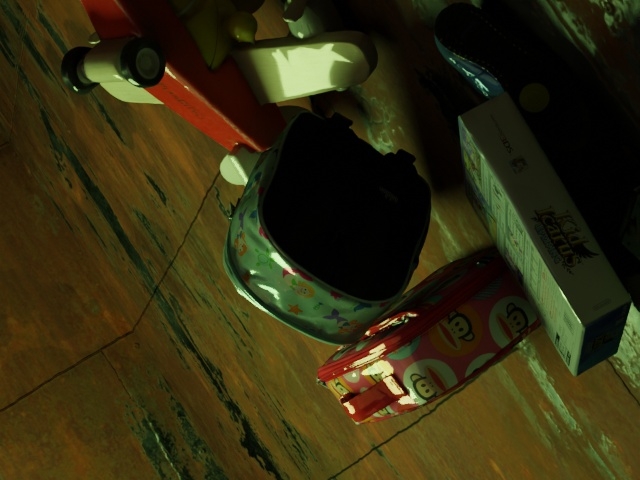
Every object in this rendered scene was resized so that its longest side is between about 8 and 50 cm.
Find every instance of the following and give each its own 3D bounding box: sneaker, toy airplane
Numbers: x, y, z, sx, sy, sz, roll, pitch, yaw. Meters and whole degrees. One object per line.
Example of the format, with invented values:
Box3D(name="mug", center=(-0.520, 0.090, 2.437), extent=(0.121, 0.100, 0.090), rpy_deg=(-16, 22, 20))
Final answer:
Box3D(name="sneaker", center=(0.204, -0.165, 1.680), extent=(0.209, 0.069, 0.082), rpy_deg=(44, 179, 20))
Box3D(name="toy airplane", center=(-0.119, -0.233, 2.057), extent=(0.386, 0.272, 0.384), rpy_deg=(18, 161, 3))

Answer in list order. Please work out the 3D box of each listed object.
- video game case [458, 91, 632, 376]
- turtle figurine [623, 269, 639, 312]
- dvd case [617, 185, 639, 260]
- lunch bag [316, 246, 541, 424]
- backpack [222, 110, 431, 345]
Box3D(name="video game case", center=(0.229, 0.001, 1.670), extent=(0.244, 0.061, 0.269), rpy_deg=(60, 178, 16))
Box3D(name="turtle figurine", center=(0.378, 0.134, 1.583), extent=(0.175, 0.118, 0.234), rpy_deg=(-16, 95, 45))
Box3D(name="dvd case", center=(0.353, 0.010, 1.635), extent=(0.119, 0.013, 0.087), rpy_deg=(48, 155, 26))
Box3D(name="lunch bag", center=(0.122, 0.129, 1.931), extent=(0.120, 0.258, 0.293), rpy_deg=(54, 155, -1))
Box3D(name="backpack", center=(0.000, 0.000, 1.908), extent=(0.225, 0.253, 0.191), rpy_deg=(31, 127, -12))
